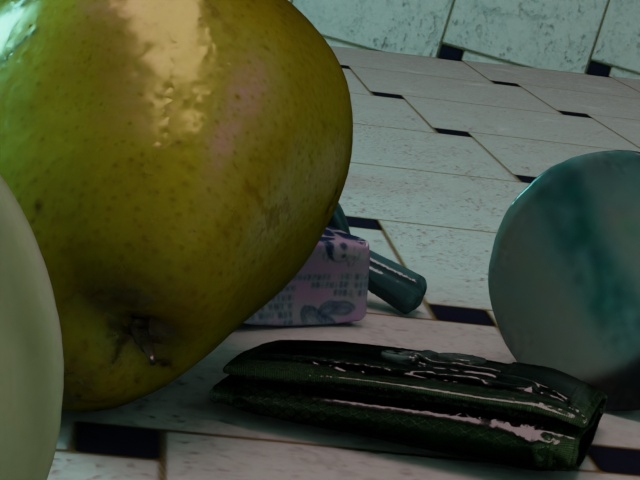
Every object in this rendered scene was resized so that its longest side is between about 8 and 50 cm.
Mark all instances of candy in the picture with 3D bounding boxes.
[{"bbox_3d":[-0.049,0.022,1.305,0.160,0.073,0.092,-1,13,-33],"label":"candy"}]

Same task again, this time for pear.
[{"bbox_3d":[-0.115,-0.036,1.095,0.285,0.336,0.285,0,-25,0],"label":"pear"}]

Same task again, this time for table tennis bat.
[{"bbox_3d":[0.000,0.000,1.399,0.201,0.124,0.033,31,50,16],"label":"table tennis bat"}]

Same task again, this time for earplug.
[{"bbox_3d":[0.266,0.021,1.319,0.185,0.185,0.324,13,8,21],"label":"earplug"}]

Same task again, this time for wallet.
[{"bbox_3d":[0.063,0.097,1.096,0.236,0.055,0.160,10,6,14],"label":"wallet"}]

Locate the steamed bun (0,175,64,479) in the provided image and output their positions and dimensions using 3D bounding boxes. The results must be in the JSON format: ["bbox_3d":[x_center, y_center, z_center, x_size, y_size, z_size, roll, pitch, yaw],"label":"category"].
[{"bbox_3d":[-0.364,0.005,0.677,0.456,0.290,0.371,-3,13,-45],"label":"steamed bun"}]
